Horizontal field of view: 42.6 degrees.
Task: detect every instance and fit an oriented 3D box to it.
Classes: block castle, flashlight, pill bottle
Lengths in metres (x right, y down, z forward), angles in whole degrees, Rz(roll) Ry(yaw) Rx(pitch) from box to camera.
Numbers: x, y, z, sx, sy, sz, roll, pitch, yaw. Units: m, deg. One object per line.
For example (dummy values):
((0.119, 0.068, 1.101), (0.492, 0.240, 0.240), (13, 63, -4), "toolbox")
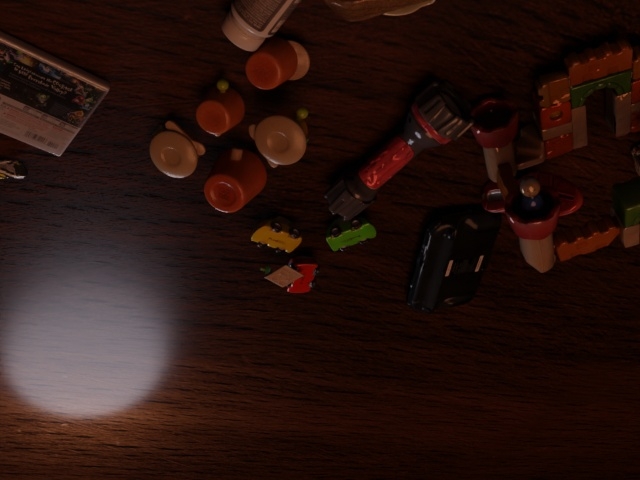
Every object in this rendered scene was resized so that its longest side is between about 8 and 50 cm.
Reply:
((0.494, -0.166, 1.337), (0.453, 0.303, 0.213), (-17, 139, 7), "block castle")
((0.128, -0.148, 1.434), (0.103, 0.103, 0.304), (23, 129, -36), "flashlight")
((-0.079, -0.341, 1.173), (0.078, 0.078, 0.137), (21, 131, -33), "pill bottle")

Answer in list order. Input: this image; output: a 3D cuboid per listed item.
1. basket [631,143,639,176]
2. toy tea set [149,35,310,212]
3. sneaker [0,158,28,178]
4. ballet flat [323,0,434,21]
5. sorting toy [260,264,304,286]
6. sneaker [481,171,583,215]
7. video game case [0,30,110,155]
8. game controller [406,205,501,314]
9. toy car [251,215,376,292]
((0.776, -0.109, 1.531), (0.299, 0.223, 0.213), (-28, 138, 19), "basket")
((-0.118, -0.191, 1.351), (0.200, 0.124, 0.336), (45, 124, -12), "toy tea set")
((-0.537, -0.118, 1.384), (0.083, 0.031, 0.035), (11, 150, -18), "sneaker")
((0.170, -0.383, 1.168), (0.342, 0.116, 0.124), (-16, 161, 7), "ballet flat")
((-0.080, 0.064, 1.629), (0.062, 0.012, 0.083), (-27, 142, 27), "sorting toy")
((0.426, -0.080, 1.555), (0.128, 0.087, 0.221), (8, -178, -37), "sneaker")
((-0.454, -0.225, 1.277), (0.190, 0.022, 0.173), (23, 131, -33), "video game case")
((0.282, 0.045, 1.748), (0.166, 0.067, 0.319), (-15, 143, -18), "game controller")
((0.000, 0.000, 1.624), (0.225, 0.053, 0.239), (-20, 141, 11), "toy car")
